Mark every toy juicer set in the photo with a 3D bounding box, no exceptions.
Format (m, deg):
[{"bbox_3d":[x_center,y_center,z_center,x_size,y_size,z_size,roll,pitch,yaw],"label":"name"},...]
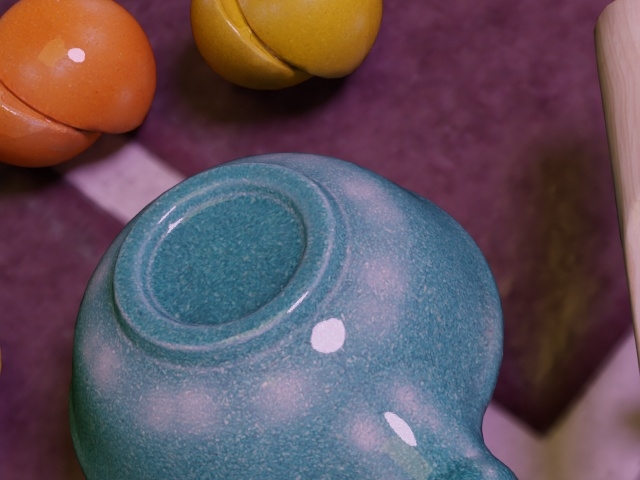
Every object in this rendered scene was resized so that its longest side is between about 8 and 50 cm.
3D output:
[{"bbox_3d":[0.000,0.000,0.466,0.329,0.089,0.209,7,56,27],"label":"toy juicer set"}]
